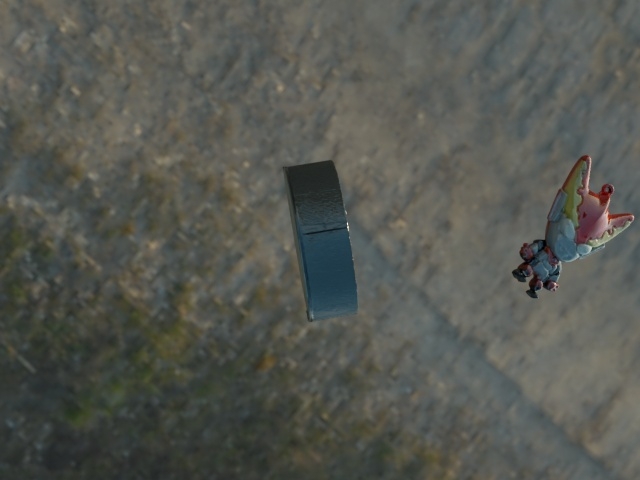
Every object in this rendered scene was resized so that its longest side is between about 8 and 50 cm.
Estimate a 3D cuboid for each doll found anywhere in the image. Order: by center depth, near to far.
[{"bbox_3d":[0.292,-0.007,1.682,0.169,0.057,0.109,-45,112,-10],"label":"doll"}]

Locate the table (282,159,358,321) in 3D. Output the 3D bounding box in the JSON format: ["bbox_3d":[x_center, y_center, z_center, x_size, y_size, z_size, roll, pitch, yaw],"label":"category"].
[{"bbox_3d":[0.000,0.000,1.193,0.043,0.133,0.133,-9,143,-3],"label":"table"}]
